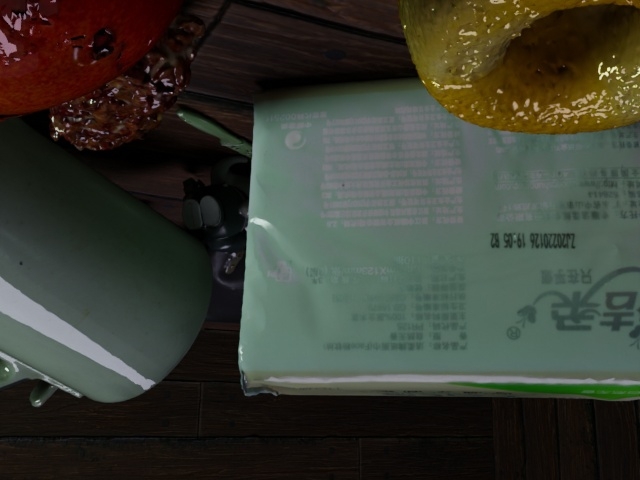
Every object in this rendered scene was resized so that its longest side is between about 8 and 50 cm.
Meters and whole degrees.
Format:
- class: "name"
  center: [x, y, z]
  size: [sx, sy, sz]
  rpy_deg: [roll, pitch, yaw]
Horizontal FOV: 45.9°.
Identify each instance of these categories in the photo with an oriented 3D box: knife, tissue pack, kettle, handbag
- class: "knife"
  center: [-0.116, -0.126, 0.948]
  size: [0.030, 0.014, 0.207]
  rpy_deg: [-9, 164, 28]
- class: "tissue pack"
  center: [0.135, 0.002, 0.799]
  size: [0.405, 0.331, 0.205]
  rpy_deg: [-1, 164, 9]
- class: "kettle"
  center: [-0.372, 0.048, 0.877]
  size: [0.250, 0.361, 0.377]
  rpy_deg: [41, 178, 44]
- class: "handbag"
  center: [-0.115, 0.051, 1.425]
  size: [0.343, 0.152, 0.288]
  rpy_deg: [3, 155, -25]

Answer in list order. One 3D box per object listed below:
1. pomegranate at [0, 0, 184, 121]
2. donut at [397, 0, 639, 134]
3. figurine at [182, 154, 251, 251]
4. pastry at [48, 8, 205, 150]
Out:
- class: "pomegranate"
  center: [-0.177, -0.169, 0.390]
  size: [0.235, 0.210, 0.210]
  rpy_deg: [21, -179, 37]
- class: "donut"
  center: [0.194, -0.170, 0.565]
  size: [0.303, 0.110, 0.303]
  rpy_deg: [1, 165, 0]
- class: "figurine"
  center: [-0.117, -0.048, 1.053]
  size: [0.147, 0.126, 0.192]
  rpy_deg: [-18, 176, 24]
- class: "pastry"
  center: [-0.183, -0.149, 0.681]
  size: [0.115, 0.097, 0.208]
  rpy_deg: [14, 161, -24]
